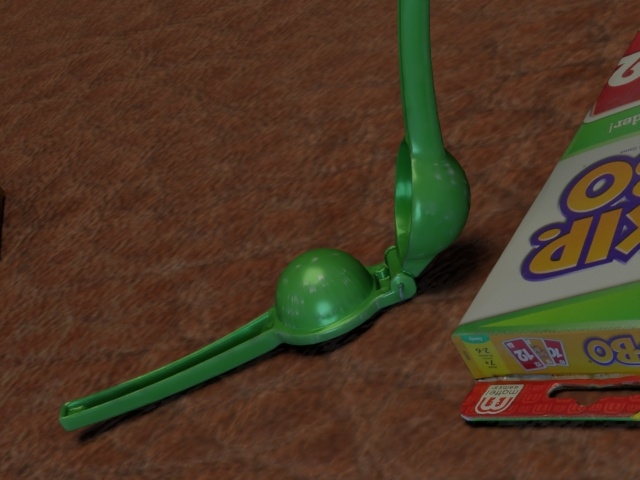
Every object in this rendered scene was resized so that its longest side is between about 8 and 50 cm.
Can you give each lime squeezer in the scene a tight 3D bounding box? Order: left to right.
[{"bbox_3d":[0.000,0.000,0.709,0.310,0.110,0.059,-54,37,23],"label":"lime squeezer"}]

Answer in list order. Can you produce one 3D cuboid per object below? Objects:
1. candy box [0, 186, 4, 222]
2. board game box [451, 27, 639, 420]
[{"bbox_3d":[-0.277,-0.071,1.002,0.053,0.187,0.109,-29,27,5],"label":"candy box"},{"bbox_3d":[0.154,-0.022,0.657,0.124,0.039,0.259,-6,38,41],"label":"board game box"}]
